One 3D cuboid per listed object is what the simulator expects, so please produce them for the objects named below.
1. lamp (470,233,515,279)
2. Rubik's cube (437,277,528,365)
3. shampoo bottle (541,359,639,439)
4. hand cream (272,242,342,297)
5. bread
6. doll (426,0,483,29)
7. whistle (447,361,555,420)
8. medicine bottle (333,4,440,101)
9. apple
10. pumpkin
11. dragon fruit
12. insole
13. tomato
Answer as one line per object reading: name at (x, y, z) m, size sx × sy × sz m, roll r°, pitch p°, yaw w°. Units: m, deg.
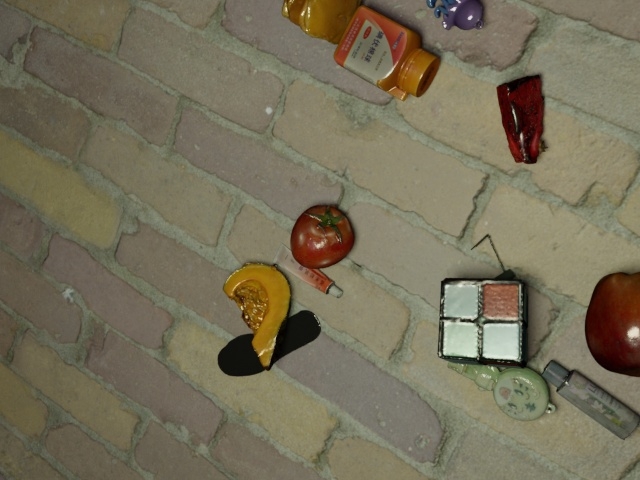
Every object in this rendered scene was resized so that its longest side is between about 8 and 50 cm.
lamp at (0.408, 0.048, 1.411) m, size 0.054 × 0.041 × 0.121 m, roll -40°, pitch 82°, yaw 12°
Rubik's cube at (0.364, 0.184, 1.343) m, size 0.180 × 0.167 × 0.184 m, roll 2°, pitch 77°, yaw 23°
shampoo bottle at (0.593, 0.347, 1.342) m, size 0.214 × 0.072 × 0.072 m, roll 36°, pitch 107°, yaw 15°
hand cream at (-0.033, 0.084, 1.594) m, size 0.216 × 0.038 × 0.052 m, roll 32°, pitch 78°, yaw 20°
bread at (0.039, -0.644, 1.416) m, size 0.148 × 0.195 × 0.344 m, roll 27°, pitch 107°, yaw 24°
doll at (0.304, -0.550, 1.385) m, size 0.206 × 0.067 × 0.110 m, roll 54°, pitch 125°, yaw 21°
whistle at (0.421, 0.333, 1.413) m, size 0.257 × 0.067 × 0.126 m, roll 23°, pitch 117°, yaw 24°
medicine bottle at (0.160, -0.434, 1.424) m, size 0.222 × 0.112 × 0.149 m, roll 34°, pitch 106°, yaw 16°
apple at (0.645, 0.172, 1.222) m, size 0.233 × 0.234 × 0.234 m, roll 2°, pitch 95°, yaw 22°
pumpkin at (-0.126, 0.189, 1.607) m, size 0.163 × 0.111 × 0.279 m, roll -32°, pitch 68°, yaw 5°
dragon fruit at (0.453, -0.263, 1.323) m, size 0.092 × 0.122 × 0.193 m, roll -10°, pitch 89°, yaw 7°
insole at (-0.146, 0.289, 1.668) m, size 0.348 × 0.009 × 0.119 m, roll -30°, pitch 85°, yaw 22°
tomato at (0.000, 0.000, 1.513) m, size 0.167 × 0.167 × 0.168 m, roll 2°, pitch 95°, yaw 22°
